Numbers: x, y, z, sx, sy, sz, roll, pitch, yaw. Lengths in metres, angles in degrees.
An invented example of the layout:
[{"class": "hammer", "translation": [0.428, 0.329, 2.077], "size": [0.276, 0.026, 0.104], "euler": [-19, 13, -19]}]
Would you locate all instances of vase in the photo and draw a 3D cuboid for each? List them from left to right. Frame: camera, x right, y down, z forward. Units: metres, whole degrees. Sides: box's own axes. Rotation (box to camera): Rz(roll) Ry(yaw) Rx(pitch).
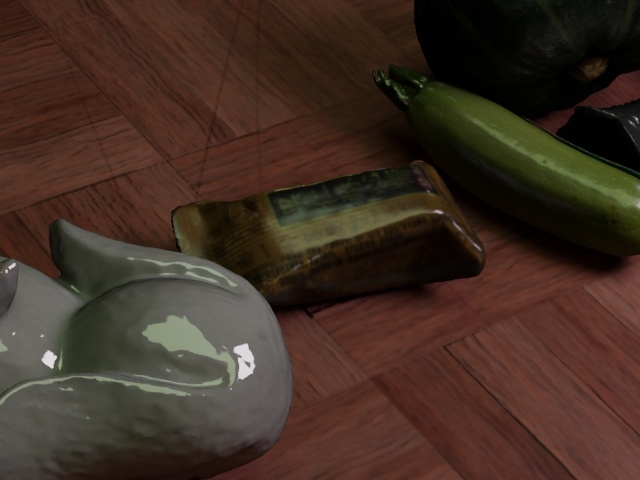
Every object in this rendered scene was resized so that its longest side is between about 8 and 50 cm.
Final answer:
[{"class": "vase", "translation": [0.344, -0.119, 1.738], "size": [0.115, 0.115, 0.237], "euler": [35, 43, 27]}]

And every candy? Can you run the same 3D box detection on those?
[{"class": "candy", "translation": [0.000, 0.000, 1.534], "size": [0.271, 0.101, 0.143], "euler": [-12, 51, -15]}]

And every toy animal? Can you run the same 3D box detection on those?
[{"class": "toy animal", "translation": [-0.153, 0.103, 1.302], "size": [0.265, 0.206, 0.271], "euler": [8, 38, 4]}]

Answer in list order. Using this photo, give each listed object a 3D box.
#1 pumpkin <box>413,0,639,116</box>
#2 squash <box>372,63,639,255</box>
[{"class": "pumpkin", "translation": [0.239, -0.253, 1.716], "size": [0.300, 0.300, 0.207], "euler": [-9, 67, -21]}, {"class": "squash", "translation": [0.185, -0.074, 1.657], "size": [0.341, 0.094, 0.094], "euler": [30, 45, 20]}]
